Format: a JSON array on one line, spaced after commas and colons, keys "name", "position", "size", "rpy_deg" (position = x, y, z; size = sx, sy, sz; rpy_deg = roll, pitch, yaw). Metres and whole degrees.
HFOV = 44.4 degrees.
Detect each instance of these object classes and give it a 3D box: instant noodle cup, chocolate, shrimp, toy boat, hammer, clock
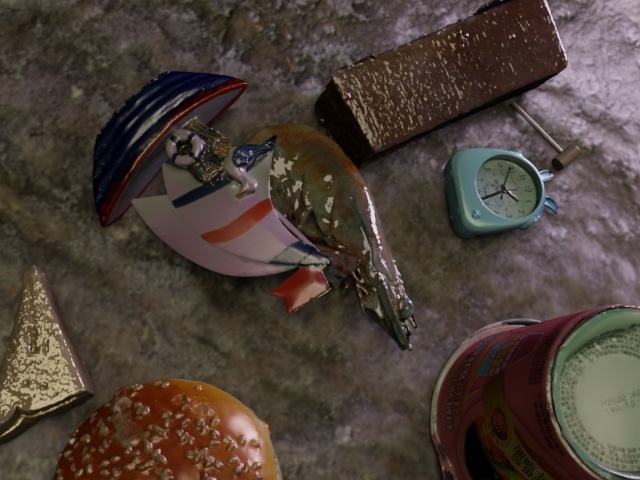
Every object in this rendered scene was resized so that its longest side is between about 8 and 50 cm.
[{"name": "instant noodle cup", "position": [0.253, 0.168, 0.784], "size": [0.244, 0.255, 0.243], "rpy_deg": [2, 72, -7]}, {"name": "chocolate", "position": [0.160, -0.200, 0.974], "size": [0.321, 0.112, 0.111], "rpy_deg": [-27, 86, -18]}, {"name": "shrimp", "position": [0.000, 0.000, 0.901], "size": [0.164, 0.062, 0.316], "rpy_deg": [-28, 75, -10]}, {"name": "toy boat", "position": [-0.135, -0.043, 0.873], "size": [0.219, 0.072, 0.318], "rpy_deg": [-23, 76, -4]}, {"name": "hammer", "position": [0.287, -0.141, 1.021], "size": [0.035, 0.019, 0.110], "rpy_deg": [-37, 79, -19]}, {"name": "clock", "position": [0.230, -0.059, 0.968], "size": [0.147, 0.045, 0.108], "rpy_deg": [-3, 73, -12]}]

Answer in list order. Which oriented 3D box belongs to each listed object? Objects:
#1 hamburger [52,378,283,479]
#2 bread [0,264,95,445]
[{"name": "hamburger", "position": [-0.141, 0.242, 0.744], "size": [0.237, 0.147, 0.236], "rpy_deg": [3, 69, -7]}, {"name": "bread", "position": [-0.304, 0.115, 0.795], "size": [0.105, 0.077, 0.152], "rpy_deg": [-23, 76, -18]}]
